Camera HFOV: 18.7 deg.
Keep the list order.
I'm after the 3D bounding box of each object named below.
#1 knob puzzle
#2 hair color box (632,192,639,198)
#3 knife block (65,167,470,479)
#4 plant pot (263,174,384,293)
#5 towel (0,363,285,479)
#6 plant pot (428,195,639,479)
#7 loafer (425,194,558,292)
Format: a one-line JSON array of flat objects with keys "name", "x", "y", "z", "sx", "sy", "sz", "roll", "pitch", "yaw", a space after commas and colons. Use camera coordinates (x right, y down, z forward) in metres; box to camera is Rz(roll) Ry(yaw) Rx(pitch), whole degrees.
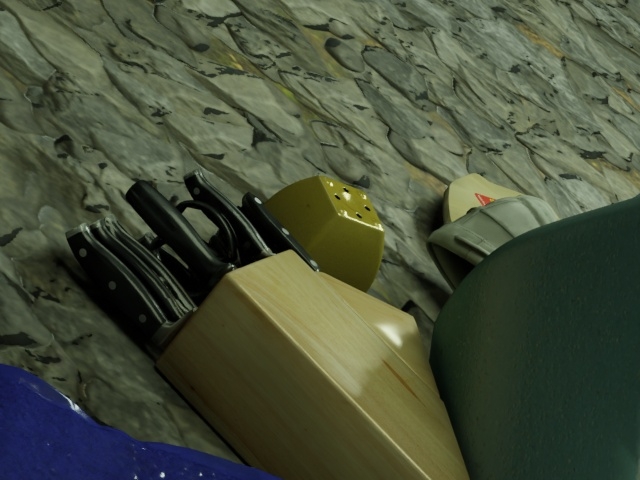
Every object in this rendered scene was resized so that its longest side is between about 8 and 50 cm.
[{"name": "knob puzzle", "x": 0.174, "y": 0.013, "z": 1.732, "sx": 0.213, "sy": 0.030, "sz": 0.213, "roll": 32, "pitch": 25, "yaw": -17}, {"name": "hair color box", "x": 0.358, "y": 0.110, "z": 1.575, "sx": 0.374, "sy": 0.114, "sz": 0.185, "roll": 42, "pitch": 14, "yaw": -50}, {"name": "knife block", "x": -0.042, "y": 0.075, "z": 1.248, "sx": 0.242, "sy": 0.088, "sz": 0.275, "roll": 25, "pitch": 28, "yaw": -27}, {"name": "plant pot", "x": 0.000, "y": 0.000, "z": 1.443, "sx": 0.081, "sy": 0.083, "sz": 0.081, "roll": 19, "pitch": 31, "yaw": -36}, {"name": "towel", "x": -0.104, "y": 0.205, "z": 0.963, "sx": 0.228, "sy": 0.076, "sz": 0.308, "roll": 24, "pitch": 28, "yaw": -15}, {"name": "plant pot", "x": 0.200, "y": 0.126, "z": 1.274, "sx": 0.248, "sy": 0.252, "sz": 0.247, "roll": 19, "pitch": 72, "yaw": -37}, {"name": "loafer", "x": 0.188, "y": 0.100, "z": 1.534, "sx": 0.111, "sy": 0.112, "sz": 0.319, "roll": -16, "pitch": 51, "yaw": -18}]
